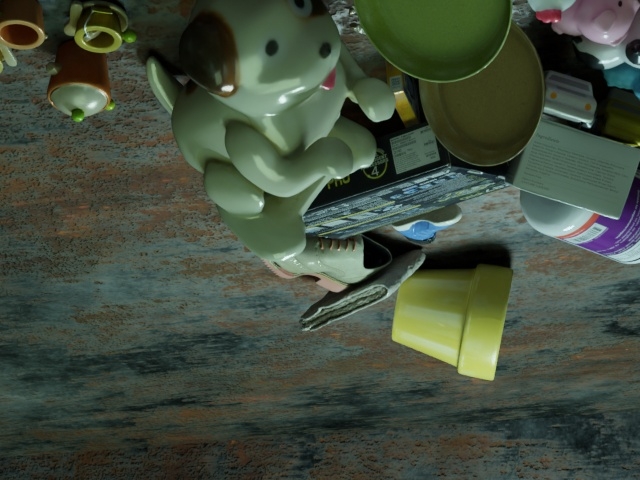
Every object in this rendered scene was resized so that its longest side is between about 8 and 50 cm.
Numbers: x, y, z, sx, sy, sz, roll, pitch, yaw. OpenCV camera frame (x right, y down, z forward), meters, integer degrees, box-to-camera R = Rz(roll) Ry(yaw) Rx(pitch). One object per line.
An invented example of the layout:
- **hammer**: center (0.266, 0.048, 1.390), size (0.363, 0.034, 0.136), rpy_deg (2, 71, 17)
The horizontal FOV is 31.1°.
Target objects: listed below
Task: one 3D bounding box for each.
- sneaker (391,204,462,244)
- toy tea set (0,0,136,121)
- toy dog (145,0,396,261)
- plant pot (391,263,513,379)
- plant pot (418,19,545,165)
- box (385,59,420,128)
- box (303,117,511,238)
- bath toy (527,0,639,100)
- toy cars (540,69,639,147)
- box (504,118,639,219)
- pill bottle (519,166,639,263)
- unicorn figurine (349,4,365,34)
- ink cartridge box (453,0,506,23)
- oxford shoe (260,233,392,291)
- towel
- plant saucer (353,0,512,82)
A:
- **sneaker**: center (0.225, -0.034, 2.305), size (0.152, 0.058, 0.084), rpy_deg (-12, 148, 29)
- **toy tea set**: center (-0.445, -0.264, 1.684), size (0.336, 0.124, 0.200), rpy_deg (4, 154, -13)
- **toy dog**: center (-0.077, -0.232, 1.666), size (0.284, 0.395, 0.408), rpy_deg (-42, 165, -21)
- **plant pot**: center (0.290, 0.166, 2.549), size (0.239, 0.254, 0.254), rpy_deg (10, 156, 9)
- **plant pot**: center (0.246, -0.230, 1.721), size (0.032, 0.236, 0.236), rpy_deg (-15, 168, -41)
- **box**: center (0.135, -0.237, 1.840), size (0.028, 0.081, 0.136), rpy_deg (-11, 154, 17)
- **box**: center (0.117, -0.098, 2.023), size (0.395, 0.097, 0.318), rpy_deg (-18, 166, 31)
- **bath toy**: center (0.400, -0.313, 1.645), size (0.151, 0.129, 0.348), rpy_deg (-21, 148, 35)
- **toy cars**: center (0.435, -0.216, 1.837), size (0.176, 0.087, 0.394), rpy_deg (23, -172, 39)
- **box**: center (0.408, -0.120, 1.878), size (0.182, 0.119, 0.181), rpy_deg (18, -174, 3)
- **pill bottle**: center (0.534, -0.063, 2.127), size (0.323, 0.181, 0.181), rpy_deg (17, 149, -37)
- **unicorn figurine**: center (0.098, -0.335, 1.653), size (0.111, 0.060, 0.162), rpy_deg (1, 155, -5)
- **ink cartridge box**: center (0.203, -0.342, 1.568), size (0.061, 0.104, 0.181), rpy_deg (-37, 177, -42)
- **oxford shoe**: center (0.000, 0.000, 2.291), size (0.146, 0.140, 0.397), rpy_deg (-21, 160, 27)
- **towel**: center (0.086, 0.107, 2.498), size (0.282, 0.049, 0.187), rpy_deg (-27, -171, 40)
- **plant saucer**: center (0.153, -0.331, 1.537), size (0.241, 0.241, 0.037), rpy_deg (-29, -173, 44)
